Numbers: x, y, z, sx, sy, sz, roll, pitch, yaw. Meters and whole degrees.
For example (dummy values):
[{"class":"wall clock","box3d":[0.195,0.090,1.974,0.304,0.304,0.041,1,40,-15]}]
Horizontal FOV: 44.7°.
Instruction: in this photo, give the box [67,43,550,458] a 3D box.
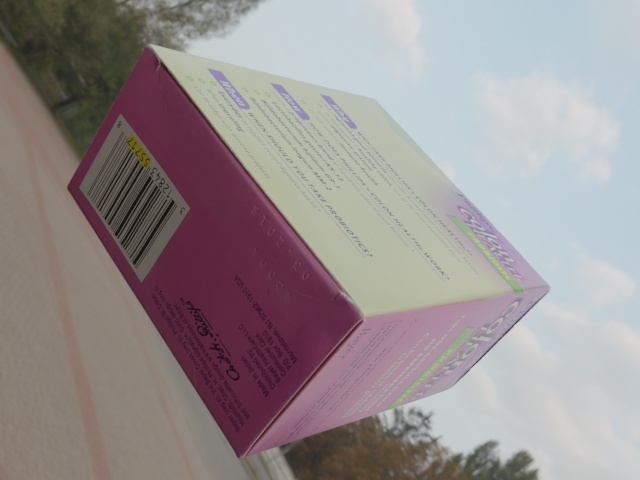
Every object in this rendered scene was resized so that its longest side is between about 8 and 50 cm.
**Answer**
[{"class":"box","box3d":[0.000,0.000,0.519,0.243,0.117,0.213,-2,46,-53]}]
